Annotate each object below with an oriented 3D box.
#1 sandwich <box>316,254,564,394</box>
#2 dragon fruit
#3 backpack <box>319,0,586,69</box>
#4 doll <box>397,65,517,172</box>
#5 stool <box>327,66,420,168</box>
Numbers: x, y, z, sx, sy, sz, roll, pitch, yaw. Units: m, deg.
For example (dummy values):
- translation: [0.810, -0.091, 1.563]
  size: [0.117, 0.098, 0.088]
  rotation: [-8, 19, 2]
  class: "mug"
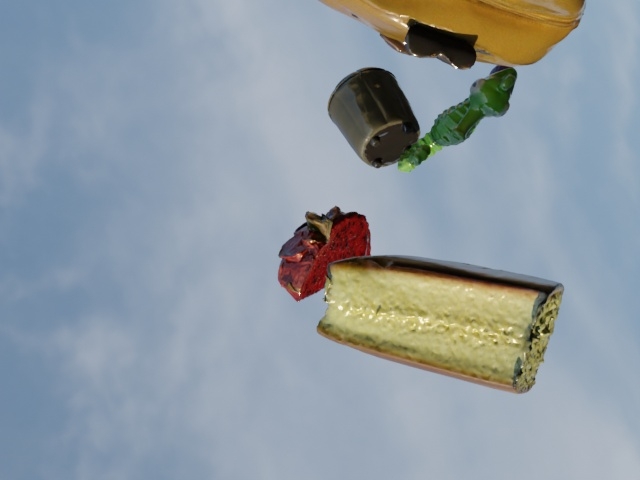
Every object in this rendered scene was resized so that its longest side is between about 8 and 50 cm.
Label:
- translation: [0.126, 0.078, 1.656]
  size: [0.128, 0.235, 0.122]
  rotation: [7, -84, -73]
  class: "sandwich"
- translation: [0.000, 0.000, 2.006]
  size: [0.162, 0.083, 0.106]
  rotation: [-21, -46, -47]
  class: "dragon fruit"
- translation: [0.112, -0.304, 1.686]
  size: [0.353, 0.201, 0.378]
  rotation: [15, -157, -9]
  class: "backpack"
- translation: [0.159, -0.135, 1.805]
  size: [0.050, 0.190, 0.115]
  rotation: [49, -139, -2]
  class: "doll"
- translation: [0.067, -0.148, 1.915]
  size: [0.096, 0.096, 0.110]
  rotation: [31, -156, -49]
  class: "stool"
